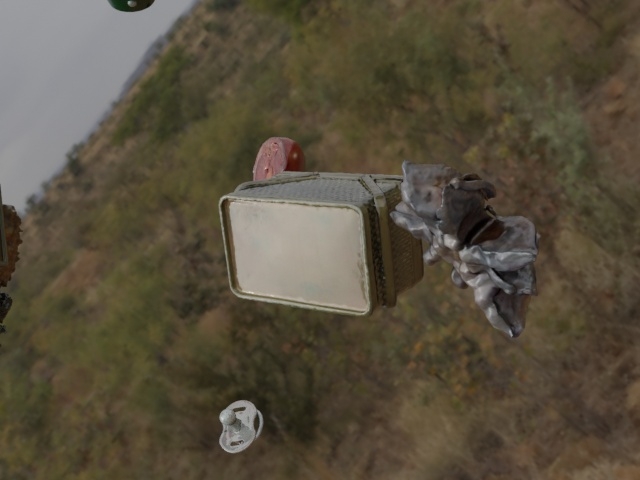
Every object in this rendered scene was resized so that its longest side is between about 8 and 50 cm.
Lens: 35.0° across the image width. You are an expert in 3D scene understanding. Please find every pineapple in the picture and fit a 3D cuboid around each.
[{"bbox_3d":[-0.647,0.098,1.916,0.169,0.169,0.340,-164,75,-76],"label":"pineapple"}]

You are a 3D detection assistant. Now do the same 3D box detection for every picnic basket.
[{"bbox_3d":[0.000,0.000,1.398,0.267,0.165,0.139,5,21,34],"label":"picnic basket"}]

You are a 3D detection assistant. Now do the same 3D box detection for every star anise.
[{"bbox_3d":[0.173,0.002,1.158,0.093,0.236,0.229,-36,16,-19],"label":"star anise"}]

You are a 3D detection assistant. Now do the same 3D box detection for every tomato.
[{"bbox_3d":[-0.075,-0.149,2.180,0.159,0.091,0.138,-26,62,61],"label":"tomato"}]

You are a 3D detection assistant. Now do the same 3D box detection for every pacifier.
[{"bbox_3d":[-0.146,0.317,1.769,0.082,0.078,0.099,-15,50,20],"label":"pacifier"}]

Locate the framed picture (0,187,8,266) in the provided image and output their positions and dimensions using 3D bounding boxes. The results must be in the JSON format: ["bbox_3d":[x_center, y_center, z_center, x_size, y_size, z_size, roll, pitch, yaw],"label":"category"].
[{"bbox_3d":[-0.590,-0.030,1.675,0.015,0.150,0.203,-9,-4,20],"label":"framed picture"}]

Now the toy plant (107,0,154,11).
[{"bbox_3d":[-0.324,-0.484,1.661,0.233,0.243,0.112,-16,52,22],"label":"toy plant"}]
